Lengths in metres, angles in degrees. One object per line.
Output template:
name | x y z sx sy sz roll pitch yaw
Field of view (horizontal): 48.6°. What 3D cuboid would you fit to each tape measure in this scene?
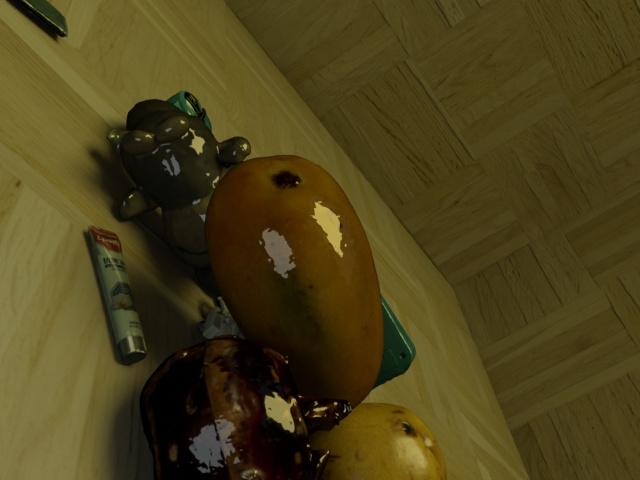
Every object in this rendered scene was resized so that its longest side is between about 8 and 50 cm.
tape measure | -0.312 -0.289 1.678 0.125 0.081 0.146 55 15 -22

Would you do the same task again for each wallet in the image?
wallet | -0.547 -0.451 1.369 0.129 0.026 0.088 40 20 -46

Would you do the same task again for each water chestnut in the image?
water chestnut | -0.092 0.258 0.946 0.300 0.300 0.300 52 17 -22

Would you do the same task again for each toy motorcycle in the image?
toy motorcycle | -0.143 0.178 1.270 0.150 0.102 0.221 38 22 -20

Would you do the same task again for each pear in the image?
pear | 0.078 0.409 1.198 0.280 0.281 0.280 52 17 -22

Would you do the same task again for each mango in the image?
mango | -0.032 0.082 1.113 0.300 0.232 0.445 19 -52 58

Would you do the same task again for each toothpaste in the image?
toothpaste | -0.307 0.076 1.074 0.062 0.039 0.239 25 33 -51

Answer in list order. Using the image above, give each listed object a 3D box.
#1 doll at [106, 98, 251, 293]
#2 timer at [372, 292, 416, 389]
doll | -0.210 -0.110 1.357 0.382 0.252 0.378 57 14 -28
timer | 0.062 0.214 1.579 0.249 0.232 0.091 60 14 4
